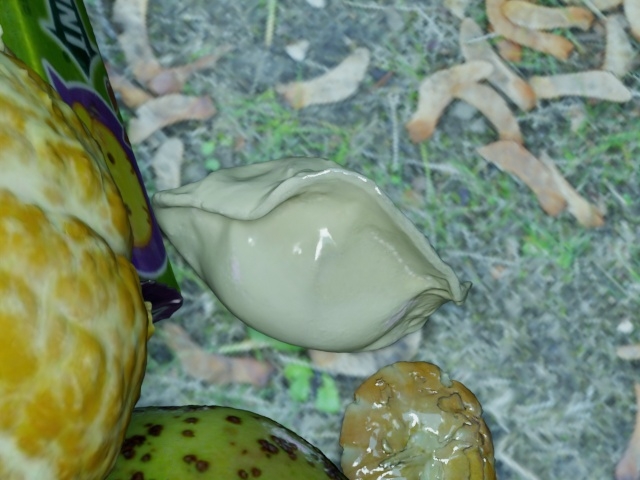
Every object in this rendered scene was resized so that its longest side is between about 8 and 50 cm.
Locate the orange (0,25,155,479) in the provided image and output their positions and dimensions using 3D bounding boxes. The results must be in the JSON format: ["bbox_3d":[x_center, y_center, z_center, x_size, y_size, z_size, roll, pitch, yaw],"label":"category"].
[{"bbox_3d":[-0.240,0.034,0.851,0.329,0.249,0.329,-9,56,14],"label":"orange"}]

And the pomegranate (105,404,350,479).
[{"bbox_3d":[-0.047,0.174,0.983,0.214,0.214,0.248,47,27,4],"label":"pomegranate"}]

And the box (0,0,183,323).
[{"bbox_3d":[-0.177,-0.116,1.068,0.097,0.134,0.345,-25,74,19],"label":"box"}]

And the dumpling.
[{"bbox_3d":[-0.002,0.000,1.072,0.169,0.134,0.100,41,63,-1],"label":"dumpling"}]

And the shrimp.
[{"bbox_3d":[0.064,0.154,1.088,0.091,0.043,0.184,-9,68,-19],"label":"shrimp"}]
